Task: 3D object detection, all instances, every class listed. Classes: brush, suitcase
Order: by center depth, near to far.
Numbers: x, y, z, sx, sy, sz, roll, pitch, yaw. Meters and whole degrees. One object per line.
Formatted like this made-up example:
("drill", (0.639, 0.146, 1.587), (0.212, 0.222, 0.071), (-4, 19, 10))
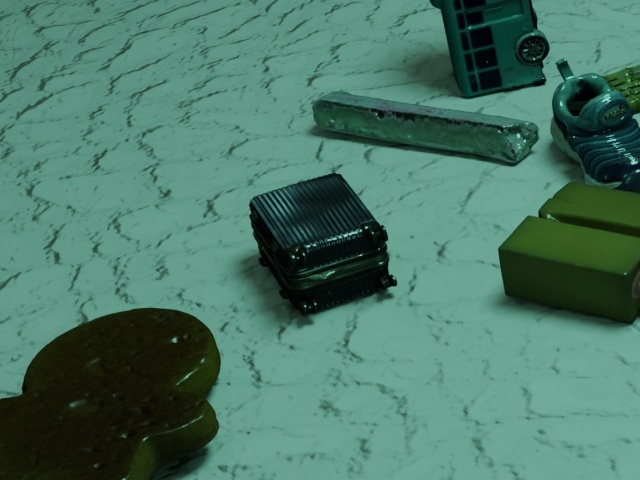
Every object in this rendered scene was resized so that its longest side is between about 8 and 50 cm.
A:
("brush", (0.248, 0.019, 1.307), (0.233, 0.047, 0.103), (13, 37, 34))
("suitcase", (0.000, 0.000, 1.413), (0.086, 0.059, 0.126), (-16, 30, -11))

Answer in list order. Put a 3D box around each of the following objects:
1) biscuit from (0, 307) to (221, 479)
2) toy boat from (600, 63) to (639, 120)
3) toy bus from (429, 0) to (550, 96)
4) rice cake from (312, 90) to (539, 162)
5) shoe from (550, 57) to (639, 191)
("biscuit", (-0.148, 0.117, 1.285), (0.180, 0.039, 0.236), (-3, 30, 19))
("toy boat", (0.261, -0.128, 1.585), (0.115, 0.016, 0.063), (-20, 31, -15))
("toy bus", (0.138, -0.211, 1.629), (0.092, 0.160, 0.079), (-13, 29, 2))
("rice cake", (0.084, -0.095, 1.576), (0.208, 0.033, 0.033), (12, 27, 34))
("shoe", (0.220, -0.084, 1.470), (0.064, 0.071, 0.143), (-17, 34, -7))
